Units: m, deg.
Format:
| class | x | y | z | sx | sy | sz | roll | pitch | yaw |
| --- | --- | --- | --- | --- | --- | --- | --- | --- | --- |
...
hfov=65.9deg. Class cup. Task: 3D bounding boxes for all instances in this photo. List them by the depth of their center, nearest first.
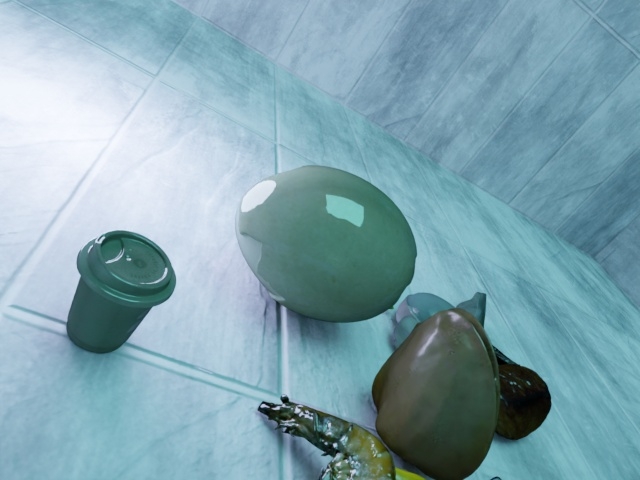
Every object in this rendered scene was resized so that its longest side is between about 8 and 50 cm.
| class | x | y | z | sx | sy | sz | roll | pitch | yaw |
| --- | --- | --- | --- | --- | --- | --- | --- | --- | --- |
| cup | -0.262 | 0.070 | 0.625 | 0.120 | 0.141 | 0.120 | 32 | 24 | -16 |

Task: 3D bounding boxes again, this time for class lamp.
| class | x | y | z | sx | sy | sz | roll | pitch | yaw |
| --- | --- | --- | --- | --- | --- | --- | --- | --- | --- |
| lamp | 0.249 | 0.192 | 1.092 | 0.179 | 0.108 | 0.246 | 40 | 26 | 17 |

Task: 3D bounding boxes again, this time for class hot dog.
| class | x | y | z | sx | sy | sz | roll | pitch | yaw |
| --- | --- | --- | --- | --- | --- | --- | --- | --- | --- |
| hot dog | 0.394 | 0.330 | 1.045 | 0.227 | 0.099 | 0.160 | 12 | 35 | -39 |

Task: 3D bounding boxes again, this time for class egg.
| class | x | y | z | sx | sy | sz | roll | pitch | yaw |
| --- | --- | --- | --- | --- | --- | --- | --- | --- | --- |
| egg | 0.000 | 0.000 | 0.909 | 0.336 | 0.278 | 0.278 | 30 | 26 | -21 |

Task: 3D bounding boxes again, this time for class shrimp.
| class | x | y | z | sx | sy | sz | roll | pitch | yaw |
| --- | --- | --- | --- | --- | --- | --- | --- | --- | --- |
| shrimp | -0.015 | 0.277 | 0.631 | 0.217 | 0.051 | 0.150 | 17 | 37 | 31 |

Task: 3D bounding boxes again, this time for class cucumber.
| class | x | y | z | sx | sy | sz | roll | pitch | yaw |
| --- | --- | --- | --- | --- | --- | --- | --- | --- | --- |
| cucumber | 0.453 | 0.298 | 1.252 | 0.135 | 0.034 | 0.033 | 35 | 42 | 6 |

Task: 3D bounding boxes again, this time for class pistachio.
| class | x | y | z | sx | sy | sz | roll | pitch | yaw |
| --- | --- | --- | --- | --- | --- | --- | --- | --- | --- |
| pistachio | 0.188 | 0.240 | 0.769 | 0.163 | 0.260 | 0.213 | -7 | 39 | -42 |

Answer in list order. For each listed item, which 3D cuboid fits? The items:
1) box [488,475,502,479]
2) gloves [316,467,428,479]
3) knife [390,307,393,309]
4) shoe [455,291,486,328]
| class | x | y | z | sx | sy | sz | roll | pitch | yaw |
| --- | --- | --- | --- | --- | --- | --- | --- | --- | --- |
| box | 0.165 | 0.433 | 0.476 | 0.279 | 0.116 | 0.261 | -22 | 58 | -33 |
| gloves | 0.114 | 0.382 | 0.627 | 0.295 | 0.116 | 0.133 | 20 | 21 | -17 |
| knife | 0.151 | 0.116 | 1.190 | 0.078 | 0.022 | 0.166 | 6 | 33 | -9 |
| shoe | 0.403 | 0.201 | 1.330 | 0.078 | 0.079 | 0.195 | 4 | 25 | 26 |
